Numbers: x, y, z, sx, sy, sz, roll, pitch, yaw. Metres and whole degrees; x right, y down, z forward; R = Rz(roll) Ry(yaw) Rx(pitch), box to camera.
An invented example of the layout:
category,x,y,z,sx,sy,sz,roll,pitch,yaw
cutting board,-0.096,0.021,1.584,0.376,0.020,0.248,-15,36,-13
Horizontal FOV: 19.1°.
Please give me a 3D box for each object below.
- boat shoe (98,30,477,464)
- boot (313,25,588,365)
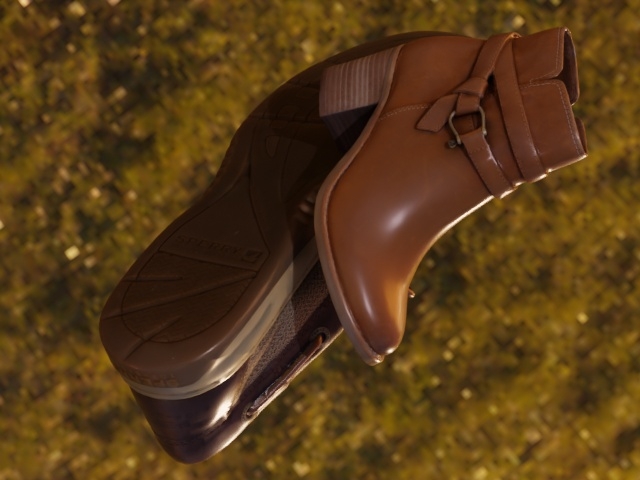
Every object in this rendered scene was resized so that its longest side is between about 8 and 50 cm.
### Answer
category,x,y,z,sx,sy,sz,roll,pitch,yaw
boat shoe,0.000,0.000,1.174,0.342,0.123,0.123,-51,139,-35
boot,0.077,-0.032,1.075,0.152,0.197,0.073,-9,158,17
